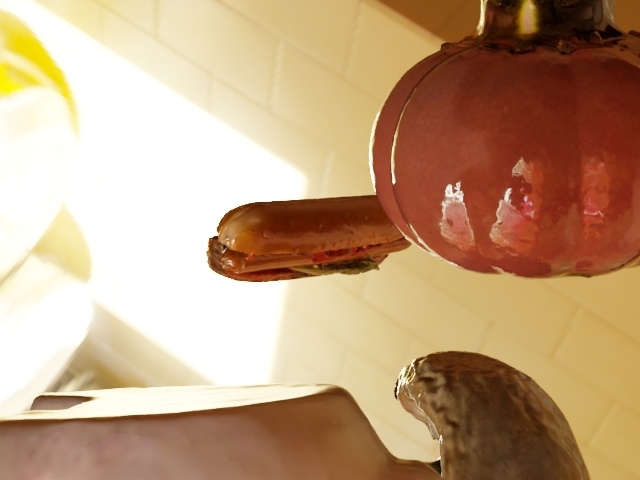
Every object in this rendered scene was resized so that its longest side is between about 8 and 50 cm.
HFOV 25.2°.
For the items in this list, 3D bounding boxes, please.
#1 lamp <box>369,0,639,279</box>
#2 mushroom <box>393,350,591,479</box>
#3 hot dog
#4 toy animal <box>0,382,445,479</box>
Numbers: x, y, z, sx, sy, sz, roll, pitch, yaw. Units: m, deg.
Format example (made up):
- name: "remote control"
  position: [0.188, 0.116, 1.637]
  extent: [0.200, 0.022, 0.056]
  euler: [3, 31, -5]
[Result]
- name: "lamp"
  position: [0.191, -0.093, 1.189]
  extent: [0.305, 0.305, 0.240]
  euler: [-27, 116, -64]
- name: "mushroom"
  position: [0.155, 0.231, 1.249]
  extent: [0.164, 0.189, 0.267]
  euler: [141, -41, -71]
- name: "hot dog"
  position: [0.000, 0.000, 1.346]
  extent: [0.235, 0.062, 0.092]
  euler: [-6, 141, -35]
- name: "toy animal"
  position: [-0.062, 0.247, 0.695]
  extent: [0.196, 0.241, 0.368]
  euler: [35, 64, -84]
